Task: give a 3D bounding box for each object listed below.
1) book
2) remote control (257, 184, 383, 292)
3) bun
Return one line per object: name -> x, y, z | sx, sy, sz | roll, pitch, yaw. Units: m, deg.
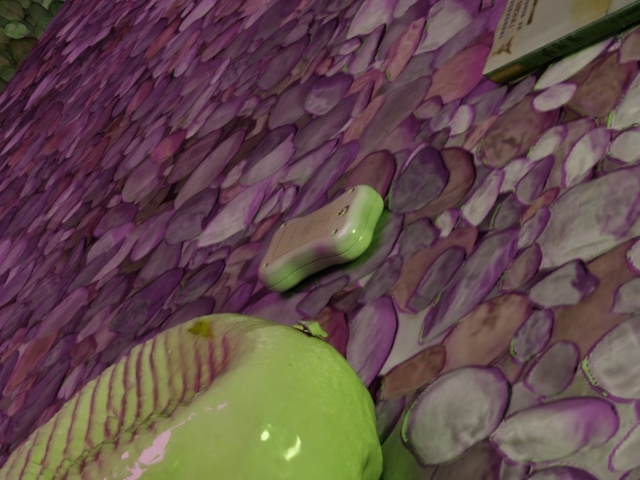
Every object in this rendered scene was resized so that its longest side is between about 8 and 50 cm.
book -> 0.261, -0.238, 0.978 | 0.289, 0.026, 0.201 | -21, 36, 45
remote control -> 0.000, 0.000, 1.041 | 0.122, 0.032, 0.074 | -24, 32, 42
bun -> -0.079, 0.160, 0.766 | 0.259, 0.160, 0.259 | -30, 14, 8
